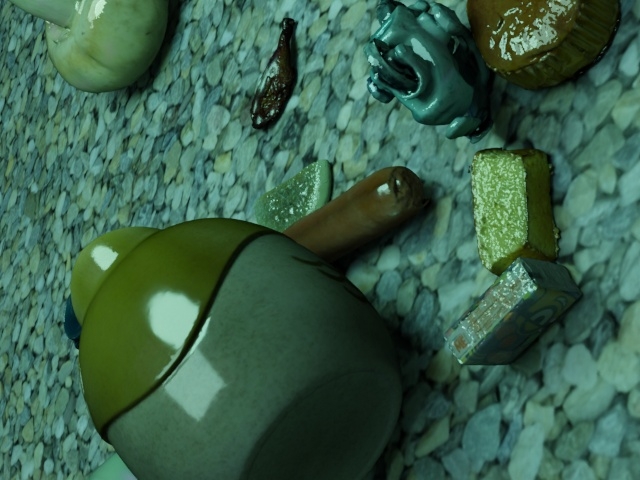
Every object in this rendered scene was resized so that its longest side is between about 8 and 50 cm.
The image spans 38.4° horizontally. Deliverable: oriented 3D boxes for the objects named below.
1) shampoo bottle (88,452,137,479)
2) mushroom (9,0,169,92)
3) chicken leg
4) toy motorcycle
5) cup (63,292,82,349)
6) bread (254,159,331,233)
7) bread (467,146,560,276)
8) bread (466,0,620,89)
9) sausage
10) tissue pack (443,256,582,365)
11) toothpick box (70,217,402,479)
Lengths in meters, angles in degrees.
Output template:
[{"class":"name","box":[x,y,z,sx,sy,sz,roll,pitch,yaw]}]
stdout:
[{"class":"shampoo bottle","box":[-0.257,0.490,1.536,0.350,0.151,0.221,22,142,54]},{"class":"mushroom","box":[-0.482,-0.514,1.990,0.325,0.353,0.353,-15,67,13]},{"class":"chicken leg","box":[-0.083,-0.297,1.655,0.205,0.053,0.093,-61,29,13]},{"class":"toy motorcycle","box":[0.146,-0.228,1.233,0.154,0.206,0.260,-43,17,28]},{"class":"cup","box":[-0.434,0.169,1.857,0.176,0.155,0.131,-54,45,23]},{"class":"bread","box":[-0.049,-0.051,1.563,0.193,0.036,0.112,-29,61,42]},{"class":"bread","box":[0.250,-0.046,1.202,0.103,0.065,0.187,-17,67,52]},{"class":"bread","box":[0.279,-0.301,1.195,0.199,0.104,0.199,-15,69,44]},{"class":"sausage","box":[0.000,0.000,1.450,0.419,0.094,0.094,-32,79,41]},{"class":"tissue pack","box":[0.239,0.092,1.141,0.148,0.109,0.060,-51,51,27]},{"class":"toothpick box","box":[-0.133,0.178,1.305,0.425,0.409,0.408,37,109,38]}]
